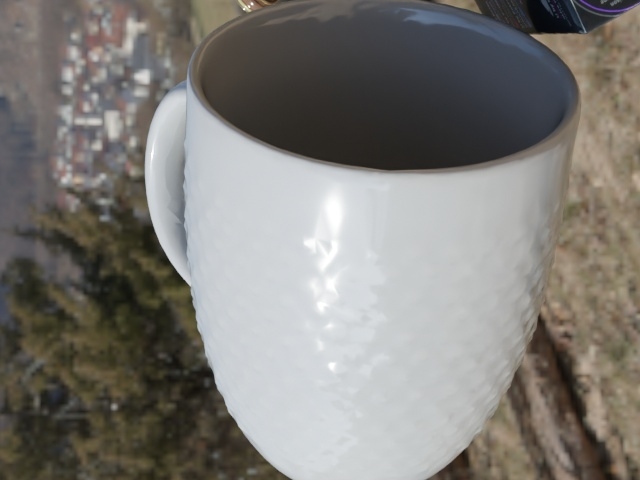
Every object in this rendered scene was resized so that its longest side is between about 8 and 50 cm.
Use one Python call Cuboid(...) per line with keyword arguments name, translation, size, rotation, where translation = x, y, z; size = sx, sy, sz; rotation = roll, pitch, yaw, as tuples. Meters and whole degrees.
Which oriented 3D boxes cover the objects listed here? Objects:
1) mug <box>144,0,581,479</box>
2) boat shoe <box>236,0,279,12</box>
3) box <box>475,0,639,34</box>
Cuboid(name="mug", translation=(0.000, 0.000, 1.050), size=(0.374, 0.276, 0.328), rotation=(28, 131, 32))
Cuboid(name="boat shoe", translation=(-0.041, -0.290, 1.312), size=(0.060, 0.064, 0.178), rotation=(-30, 31, 41))
Cuboid(name="box", translation=(0.194, -0.252, 1.004), size=(0.143, 0.165, 0.270), rotation=(60, 179, -10))
